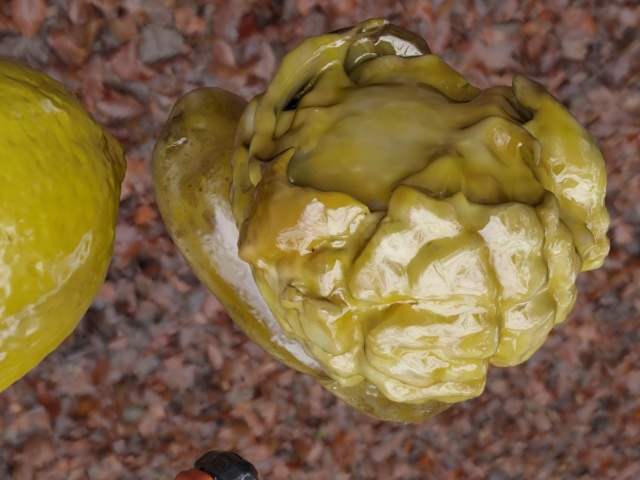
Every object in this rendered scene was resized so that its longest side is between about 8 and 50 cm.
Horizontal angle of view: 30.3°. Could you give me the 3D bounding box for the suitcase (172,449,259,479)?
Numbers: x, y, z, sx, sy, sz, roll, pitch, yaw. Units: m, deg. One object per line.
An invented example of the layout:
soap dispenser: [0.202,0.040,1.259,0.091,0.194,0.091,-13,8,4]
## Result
suitcase: [-0.137,0.345,1.045,0.285,0.066,0.206,-38,116,-28]

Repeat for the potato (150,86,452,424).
potato: [0.009,0.013,1.019,0.369,0.176,0.195,38,91,-23]

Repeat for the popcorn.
popcorn: [0.057,-0.016,0.709,0.250,0.250,0.190,-6,135,-31]

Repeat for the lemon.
lemon: [-0.256,-0.001,0.728,0.263,0.236,0.236,-59,156,-26]
